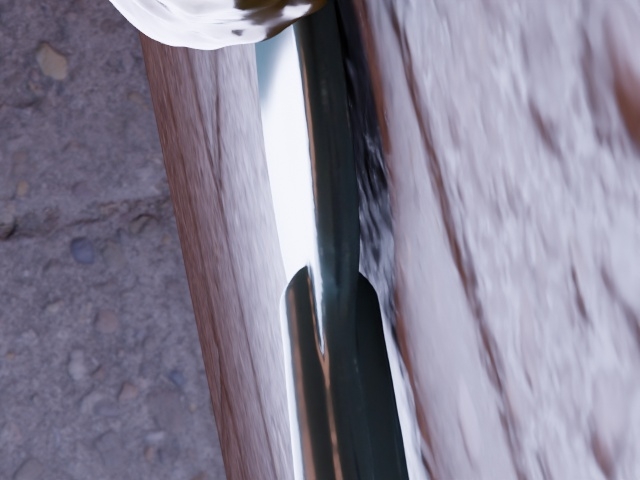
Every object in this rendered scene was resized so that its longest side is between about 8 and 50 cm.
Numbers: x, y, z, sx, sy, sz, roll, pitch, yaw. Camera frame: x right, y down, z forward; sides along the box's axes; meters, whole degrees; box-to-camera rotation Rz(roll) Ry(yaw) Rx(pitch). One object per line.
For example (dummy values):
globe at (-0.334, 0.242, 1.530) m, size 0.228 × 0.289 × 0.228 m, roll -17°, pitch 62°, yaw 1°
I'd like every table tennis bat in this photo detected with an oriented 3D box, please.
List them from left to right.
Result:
table tennis bat at (0.000, 0.000, 0.561) m, size 0.149 × 0.038 × 0.237 m, roll 107°, pitch 157°, yaw -71°

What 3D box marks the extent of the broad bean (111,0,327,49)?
broad bean at (-0.050, -0.127, 0.432) m, size 0.228 × 0.122 × 0.156 m, roll -110°, pitch 14°, yaw -69°
